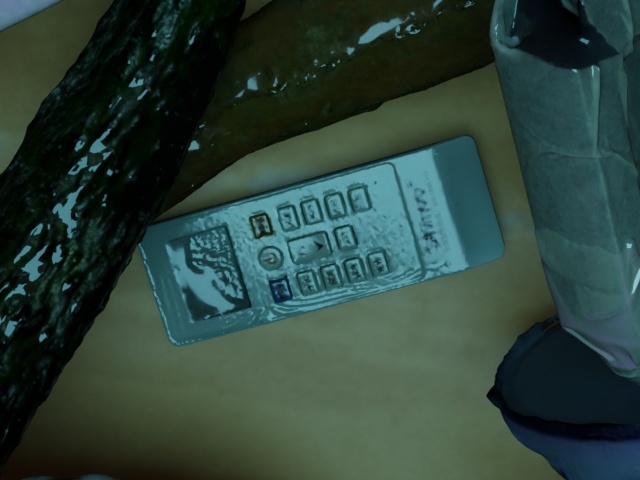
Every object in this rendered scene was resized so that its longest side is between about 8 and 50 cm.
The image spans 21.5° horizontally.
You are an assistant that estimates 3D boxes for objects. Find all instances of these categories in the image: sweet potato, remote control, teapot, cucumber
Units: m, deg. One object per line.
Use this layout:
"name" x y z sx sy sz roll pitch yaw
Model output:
"sweet potato" -0.010 -0.075 0.740 0.273 0.075 0.075 -27 99 10
"remote control" 0.000 0.000 0.776 0.162 0.029 0.061 -15 99 10
"teapot" 0.176 -0.048 0.642 0.163 0.221 0.178 1 109 25
"cucumber" -0.103 -0.011 0.691 0.067 0.067 0.294 31 83 -4

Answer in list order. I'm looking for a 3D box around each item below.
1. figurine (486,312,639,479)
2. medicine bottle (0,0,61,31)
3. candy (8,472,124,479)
"figurine" 0.196 0.226 0.711 0.248 0.276 0.388 -27 108 -37
"medicine bottle" -0.180 -0.228 0.628 0.241 0.241 0.302 -24 109 7
"candy" -0.072 0.227 0.738 0.289 0.157 0.214 36 112 -23
